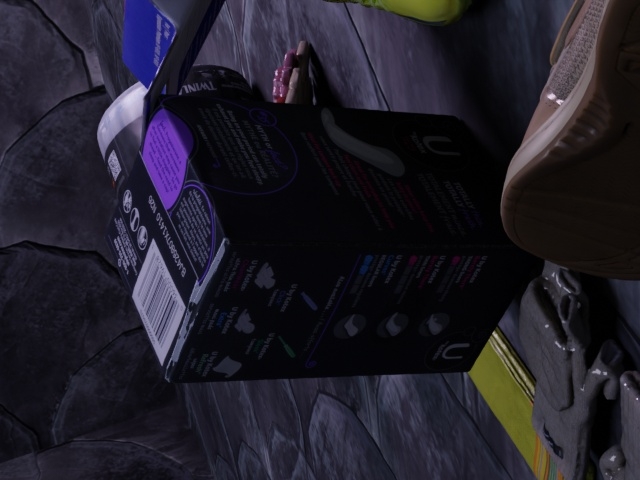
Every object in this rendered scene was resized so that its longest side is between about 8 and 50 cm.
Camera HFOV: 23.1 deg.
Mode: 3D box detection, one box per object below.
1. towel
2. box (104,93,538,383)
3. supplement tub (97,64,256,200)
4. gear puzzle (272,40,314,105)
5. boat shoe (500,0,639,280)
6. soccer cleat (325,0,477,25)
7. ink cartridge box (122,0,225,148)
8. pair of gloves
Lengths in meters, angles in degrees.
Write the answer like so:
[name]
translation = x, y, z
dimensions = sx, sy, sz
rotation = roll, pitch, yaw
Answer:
[towel]
translation = 0.165, 0.144, 1.315
dimensions = 0.237, 0.021, 0.102
rotation = -121, 19, -46
[box]
translation = 0.000, 0.000, 1.180
dimensions = 0.165, 0.270, 0.143
rotation = 62, 139, 40
[supplement tub]
translation = -0.129, -0.027, 1.911
dimensions = 0.207, 0.207, 0.338
rotation = 102, 149, -66
[gear puzzle]
translation = -0.050, -0.037, 1.577
dimensions = 0.339, 0.044, 0.175
rotation = -79, -12, -45
[boat shoe]
translation = 0.176, -0.082, 0.792
dimensions = 0.341, 0.121, 0.110
rotation = 106, -179, -65
[soccer cleat]
translation = 0.027, -0.206, 1.186
dimensions = 0.289, 0.121, 0.093
rotation = -138, 33, -66
[ink cartridge box]
translation = -0.086, -0.246, 1.236
dimensions = 0.176, 0.069, 0.371
rotation = 118, 174, -73
[pair of gloves]
translation = 0.204, 0.131, 1.081
dimensions = 0.240, 0.042, 0.204
rotation = -121, 14, -51
